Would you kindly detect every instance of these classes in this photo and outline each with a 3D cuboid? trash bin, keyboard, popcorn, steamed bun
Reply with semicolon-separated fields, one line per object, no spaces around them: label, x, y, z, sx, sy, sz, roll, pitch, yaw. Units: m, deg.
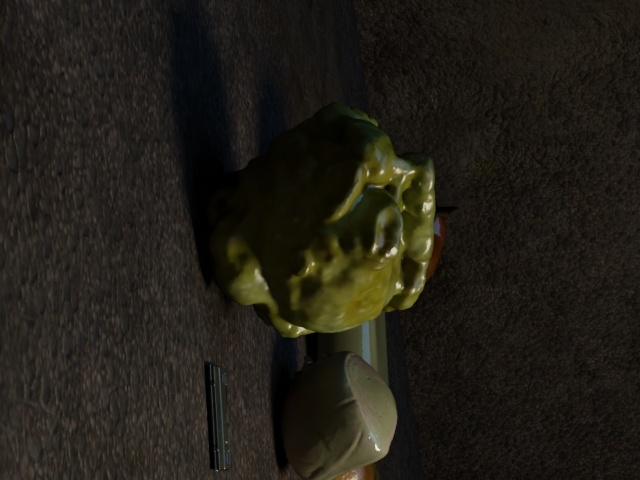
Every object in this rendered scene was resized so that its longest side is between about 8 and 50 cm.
trash bin;0.059;0.194;2.332;0.243;0.121;0.247;48;41;-74
keyboard;-0.125;0.215;1.572;0.049;0.015;0.129;31;54;-72
popcorn;0.009;-0.029;1.674;0.312;0.312;0.312;-6;90;-81
steamed bun;0.016;0.257;1.983;0.152;0.170;0.238;58;13;-12

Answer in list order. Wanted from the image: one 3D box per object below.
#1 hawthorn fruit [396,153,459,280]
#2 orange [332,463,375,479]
hawthorn fruit;0.076;-0.020;2.074;0.268;0.301;0.267;-3;90;-75
orange;0.037;0.387;2.190;0.160;0.112;0.170;55;18;-70
